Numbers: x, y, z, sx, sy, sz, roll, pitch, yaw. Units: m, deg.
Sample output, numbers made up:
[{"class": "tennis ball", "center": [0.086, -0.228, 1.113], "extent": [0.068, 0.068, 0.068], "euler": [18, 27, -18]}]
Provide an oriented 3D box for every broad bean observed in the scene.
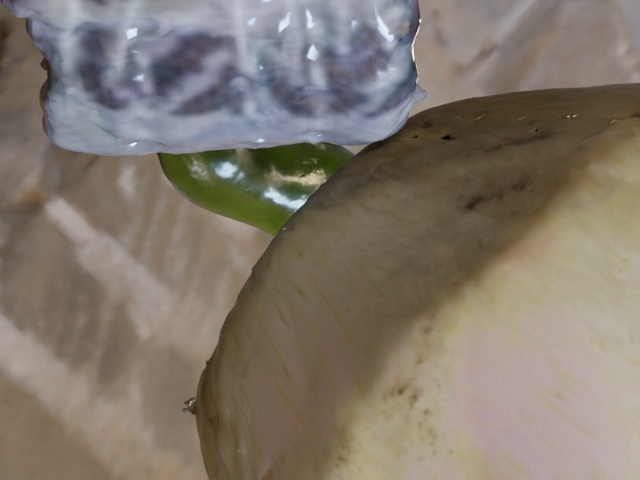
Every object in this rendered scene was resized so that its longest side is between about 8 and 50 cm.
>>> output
[{"class": "broad bean", "center": [0.008, -0.008, 1.185], "extent": [0.318, 0.098, 0.056], "euler": [41, -178, -39]}]

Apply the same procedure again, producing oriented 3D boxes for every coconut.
[{"class": "coconut", "center": [0.135, 0.093, 0.805], "extent": [0.352, 0.352, 0.352], "euler": [43, 178, 2]}]

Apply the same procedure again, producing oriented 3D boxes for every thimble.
[{"class": "thimble", "center": [-0.039, -0.148, 0.732], "extent": [0.245, 0.157, 0.217], "euler": [-94, 1, -48]}]
